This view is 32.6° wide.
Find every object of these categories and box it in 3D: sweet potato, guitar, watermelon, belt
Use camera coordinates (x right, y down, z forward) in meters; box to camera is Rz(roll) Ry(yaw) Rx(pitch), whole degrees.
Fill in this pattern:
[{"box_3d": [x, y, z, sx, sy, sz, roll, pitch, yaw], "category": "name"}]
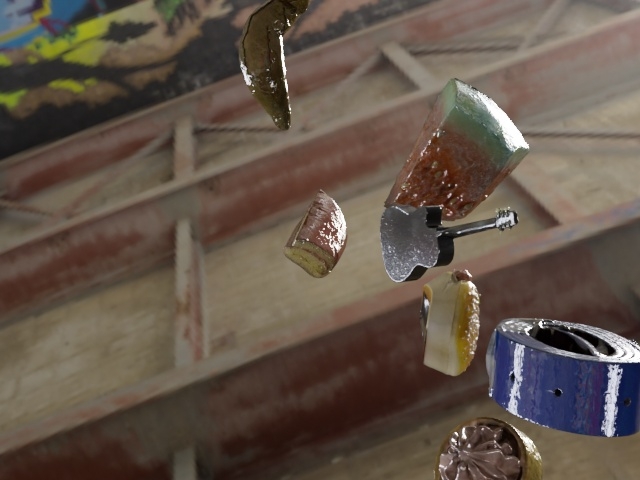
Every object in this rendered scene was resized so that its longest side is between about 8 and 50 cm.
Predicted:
[{"box_3d": [-0.094, -0.370, 2.086, 0.124, 0.310, 0.098, 6, -174, -15], "category": "sweet potato"}, {"box_3d": [0.136, -0.007, 1.178, 0.025, 0.088, 0.233, -5, 175, -29], "category": "guitar"}, {"box_3d": [0.214, -0.111, 1.798, 0.256, 0.193, 0.139, -48, -161, 27], "category": "watermelon"}, {"box_3d": [0.367, 0.199, 1.641, 0.213, 0.117, 0.347, 3, -174, -3], "category": "belt"}]

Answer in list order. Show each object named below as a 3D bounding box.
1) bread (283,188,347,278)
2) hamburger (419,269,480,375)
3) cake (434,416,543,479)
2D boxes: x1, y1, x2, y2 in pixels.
[{"box_3d": [0.001, 0.000, 1.902, 0.067, 0.119, 0.192, -19, -156, 25], "category": "bread"}, {"box_3d": [0.245, 0.153, 2.041, 0.116, 0.210, 0.173, 1, -127, 3], "category": "hamburger"}, {"box_3d": [0.285, 0.413, 2.001, 0.208, 0.178, 0.185, -6, -117, 49], "category": "cake"}]
